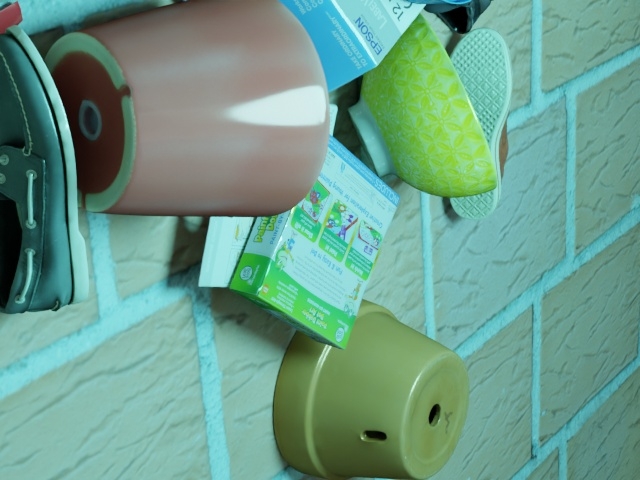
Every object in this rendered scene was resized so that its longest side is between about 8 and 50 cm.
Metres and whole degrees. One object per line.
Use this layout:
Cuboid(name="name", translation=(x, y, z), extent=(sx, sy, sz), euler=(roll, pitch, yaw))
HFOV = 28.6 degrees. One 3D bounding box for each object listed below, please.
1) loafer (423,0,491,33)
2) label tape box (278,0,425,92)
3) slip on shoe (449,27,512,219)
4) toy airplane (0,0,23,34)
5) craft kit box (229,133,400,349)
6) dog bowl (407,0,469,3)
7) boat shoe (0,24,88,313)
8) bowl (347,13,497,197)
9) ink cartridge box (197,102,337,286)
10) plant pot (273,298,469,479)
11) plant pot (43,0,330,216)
Cuboid(name="loafer", translation=(0.202, -0.384, 1.960), extent=(0.302, 0.109, 0.095), euler=(-2, 115, -66))
Cuboid(name="label tape box", translation=(0.004, -0.347, 1.633), extent=(0.249, 0.115, 0.348), euler=(52, 54, -24))
Cuboid(name="slip on shoe", translation=(0.269, -0.201, 2.131), extent=(0.101, 0.123, 0.331), euler=(-50, 142, -60))
Cuboid(name="toy airplane", translation=(-0.359, -0.222, 1.289), extent=(0.151, 0.028, 0.151), euler=(-22, 117, -52))
Cuboid(name="craft kit box", translation=(0.000, 0.000, 1.749), extent=(0.250, 0.061, 0.247), euler=(37, 67, -53))
Cuboid(name="dog bowl", translation=(0.104, -0.430, 1.609), extent=(0.297, 0.074, 0.166), euler=(51, 56, -25))
Cuboid(name="boat shoe", translation=(-0.318, -0.063, 1.320), extent=(0.099, 0.116, 0.319), euler=(-18, 120, -26))
Cuboid(name="bowl", translation=(0.133, -0.177, 1.866), extent=(0.156, 0.289, 0.289), euler=(-24, 132, 2))
Cuboid(name="ink cartridge box", translation=(-0.086, -0.068, 1.701), extent=(0.239, 0.060, 0.275), euler=(6, 95, -55))
Cuboid(name="plant pot", translation=(0.094, 0.243, 1.926), extent=(0.291, 0.203, 0.291), euler=(-20, 115, -51))
Cuboid(name="plant pot", translation=(-0.165, -0.143, 1.406), extent=(0.243, 0.275, 0.275), euler=(-12, 110, -42))
